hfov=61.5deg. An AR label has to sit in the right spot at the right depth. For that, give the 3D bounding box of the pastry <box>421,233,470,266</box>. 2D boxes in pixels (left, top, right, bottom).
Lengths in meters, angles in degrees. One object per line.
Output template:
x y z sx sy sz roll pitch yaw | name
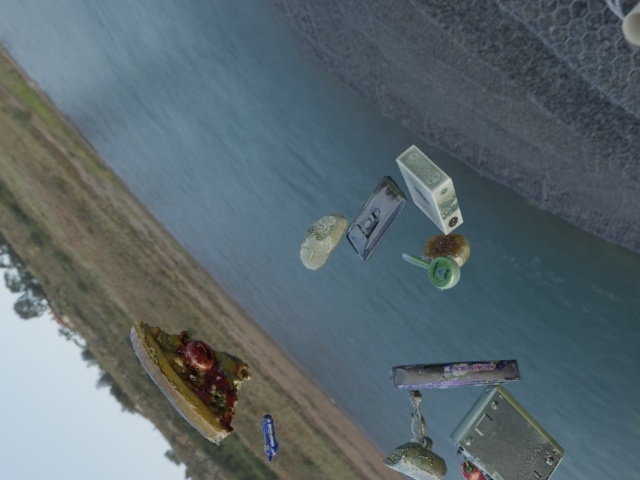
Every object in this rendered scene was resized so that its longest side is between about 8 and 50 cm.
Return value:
0.509 0.054 2.184 0.192 0.182 0.093 7 138 45 | pastry

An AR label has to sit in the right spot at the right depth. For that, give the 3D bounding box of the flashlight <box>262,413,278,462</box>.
-0.130 0.494 1.353 0.035 0.057 0.121 -1 107 20 | flashlight

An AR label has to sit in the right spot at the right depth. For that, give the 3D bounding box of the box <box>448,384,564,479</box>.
0.474 0.526 1.364 0.270 0.211 0.045 47 163 -5 | box

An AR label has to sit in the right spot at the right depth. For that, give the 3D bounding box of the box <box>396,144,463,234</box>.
0.319 -0.141 1.551 0.164 0.069 0.256 52 -179 33 | box

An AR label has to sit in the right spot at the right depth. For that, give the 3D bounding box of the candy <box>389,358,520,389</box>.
0.328 0.330 1.326 0.088 0.312 0.061 76 -171 -76 | candy

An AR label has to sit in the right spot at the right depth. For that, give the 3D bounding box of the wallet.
0.169 -0.070 1.661 0.052 0.245 0.169 19 -154 -27 | wallet

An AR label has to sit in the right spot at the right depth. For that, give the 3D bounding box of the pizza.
-0.346 0.394 1.660 0.440 0.130 0.406 45 -164 19 | pizza

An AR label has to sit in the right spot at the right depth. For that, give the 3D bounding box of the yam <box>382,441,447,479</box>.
0.274 0.649 1.589 0.259 0.106 0.106 42 170 -38 | yam

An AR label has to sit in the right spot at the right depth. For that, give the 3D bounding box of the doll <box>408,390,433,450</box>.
0.381 0.713 2.090 0.202 0.091 0.286 145 109 -74 | doll

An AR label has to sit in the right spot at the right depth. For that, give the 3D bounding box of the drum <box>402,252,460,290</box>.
0.397 0.114 1.964 0.049 0.130 0.253 7 177 -39 | drum

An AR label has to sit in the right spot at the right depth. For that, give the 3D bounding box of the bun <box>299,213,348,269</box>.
0.000 0.000 1.869 0.116 0.210 0.237 32 122 1 | bun

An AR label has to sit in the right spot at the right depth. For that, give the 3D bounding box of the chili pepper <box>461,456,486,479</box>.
0.526 0.802 1.819 0.272 0.063 0.071 56 -153 -33 | chili pepper
